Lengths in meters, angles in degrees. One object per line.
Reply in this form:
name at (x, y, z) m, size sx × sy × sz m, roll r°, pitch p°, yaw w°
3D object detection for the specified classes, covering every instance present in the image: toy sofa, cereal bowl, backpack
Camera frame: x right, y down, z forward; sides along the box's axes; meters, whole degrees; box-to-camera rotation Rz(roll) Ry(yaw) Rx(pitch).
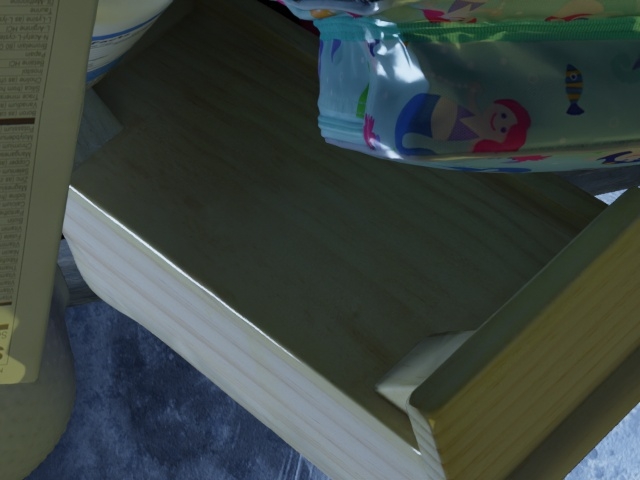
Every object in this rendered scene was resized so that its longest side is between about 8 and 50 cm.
toy sofa at (0.000, 0.000, 0.830) m, size 0.150 × 0.362 × 0.177 m, roll -42°, pitch 141°, yaw -18°
cereal bowl at (-0.293, 0.022, 1.223) m, size 0.141 × 0.339 × 0.339 m, roll -37°, pitch -177°, yaw -18°
backpack at (0.081, -0.125, 0.645) m, size 0.225 × 0.191 × 0.253 m, roll -4°, pitch -165°, yaw -19°

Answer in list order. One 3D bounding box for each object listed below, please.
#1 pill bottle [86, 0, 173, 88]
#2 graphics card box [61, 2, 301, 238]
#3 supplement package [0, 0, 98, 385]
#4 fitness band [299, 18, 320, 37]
pill bottle at (-0.115, -0.139, 0.699) m, size 0.124 × 0.124 × 0.221 m, roll -5°, pitch 172°, yaw -21°
graphics card box at (-0.099, -0.081, 1.170) m, size 0.233 × 0.094 × 0.371 m, roll -17°, pitch 179°, yaw -19°
supplement package at (-0.159, -0.080, 0.522) m, size 0.139 × 0.244 × 0.134 m, roll -4°, pitch -145°, yaw -28°
fitness band at (0.113, -0.137, 0.934) m, size 0.209 × 0.054 × 0.291 m, roll -32°, pitch 151°, yaw 25°
